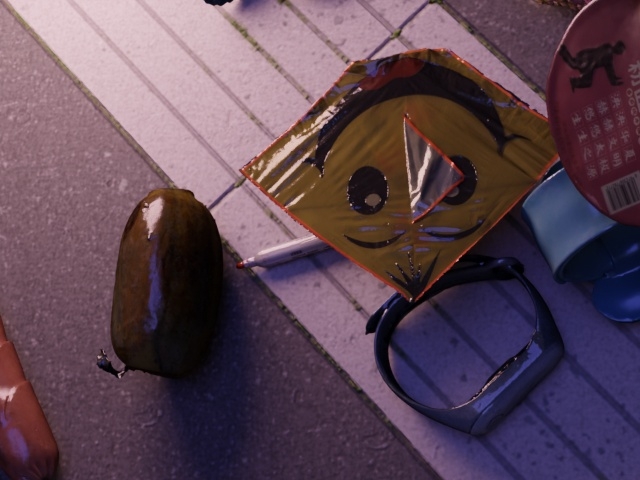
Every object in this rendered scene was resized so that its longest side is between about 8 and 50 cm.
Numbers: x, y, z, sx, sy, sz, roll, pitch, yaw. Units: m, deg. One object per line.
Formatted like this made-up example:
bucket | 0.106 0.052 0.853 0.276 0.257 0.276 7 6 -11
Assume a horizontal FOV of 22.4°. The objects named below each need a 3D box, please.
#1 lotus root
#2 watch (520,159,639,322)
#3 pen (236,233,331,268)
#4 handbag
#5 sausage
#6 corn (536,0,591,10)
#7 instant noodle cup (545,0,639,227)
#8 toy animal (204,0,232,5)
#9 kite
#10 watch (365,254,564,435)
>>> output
lotus root | -0.182 0.051 1.923 0.123 0.124 0.241 -5 72 36
watch | 0.323 -0.032 1.756 0.211 0.193 0.211 -5 74 17
pen | 0.000 0.000 1.939 0.218 0.026 0.026 -17 68 12
handbag | 0.084 -0.103 1.880 0.205 0.116 0.179 -11 61 8
sausage | -0.429 0.119 2.003 0.088 0.088 0.433 -31 66 6
corn | 0.384 -0.309 1.871 0.335 0.126 0.126 6 74 21
instant noodle cup | 0.367 -0.140 1.602 0.235 0.178 0.234 17 112 50
toy animal | -0.049 -0.405 2.062 0.255 0.176 0.239 -27 65 -30
kite | 0.093 -0.076 1.788 0.378 0.013 0.327 -8 61 8
watch | 0.165 0.108 1.831 0.206 0.068 0.193 -46 66 1
